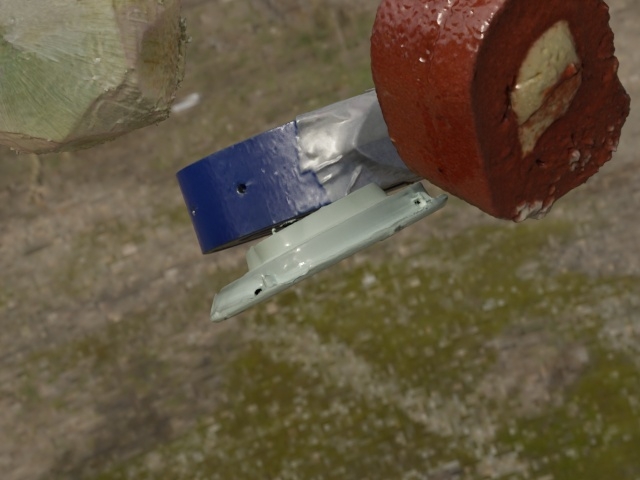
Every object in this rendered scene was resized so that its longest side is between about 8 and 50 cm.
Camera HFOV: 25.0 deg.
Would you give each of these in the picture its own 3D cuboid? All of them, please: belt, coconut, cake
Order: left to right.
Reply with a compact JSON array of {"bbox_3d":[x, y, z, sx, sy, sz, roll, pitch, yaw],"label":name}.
[{"bbox_3d":[-0.200,-0.150,1.080,0.194,0.194,0.194,-17,20,6],"label":"coconut"},{"bbox_3d":[-0.004,-0.088,1.717,0.347,0.117,0.212,-19,-3,18],"label":"belt"},{"bbox_3d":[0.159,-0.142,1.293,0.151,0.283,0.177,30,68,36],"label":"cake"}]

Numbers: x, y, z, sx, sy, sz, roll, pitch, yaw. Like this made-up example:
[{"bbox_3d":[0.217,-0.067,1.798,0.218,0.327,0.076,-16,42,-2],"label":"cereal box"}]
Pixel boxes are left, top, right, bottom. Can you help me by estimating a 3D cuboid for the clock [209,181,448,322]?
[{"bbox_3d":[0.000,0.000,1.274,0.237,0.053,0.236,-26,-1,0],"label":"clock"}]
